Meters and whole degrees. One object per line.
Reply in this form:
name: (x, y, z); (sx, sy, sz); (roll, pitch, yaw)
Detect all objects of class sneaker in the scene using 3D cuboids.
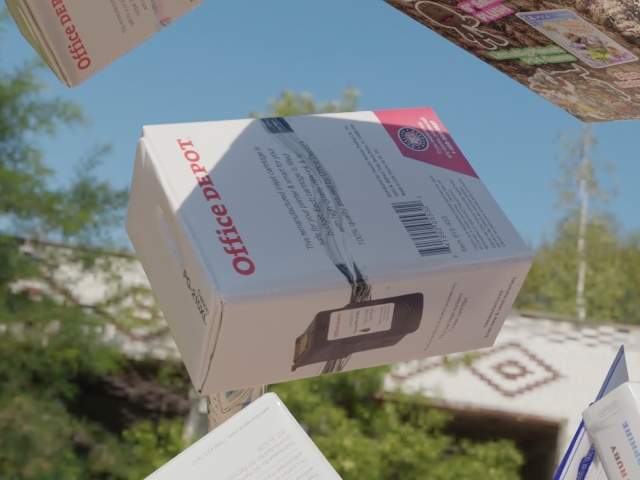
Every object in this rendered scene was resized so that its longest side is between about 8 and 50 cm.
sneaker: (-0.085, 0.124, 1.276); (0.086, 0.085, 0.237); (4, -39, -12)

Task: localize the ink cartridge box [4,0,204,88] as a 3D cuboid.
ink cartridge box: (-0.174, -0.254, 1.170); (0.093, 0.212, 0.154); (46, -13, 27)

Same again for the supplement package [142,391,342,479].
supplement package: (-0.010, 0.182, 0.649); (0.105, 0.179, 0.105); (-35, -17, -14)

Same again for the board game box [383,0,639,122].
board game box: (0.125, -0.232, 0.749); (0.291, 0.232, 0.141); (26, -9, -25)

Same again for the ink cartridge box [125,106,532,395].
ink cartridge box: (0.000, 0.000, 0.960); (0.237, 0.172, 0.100); (-7, -43, -26)

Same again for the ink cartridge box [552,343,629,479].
ink cartridge box: (0.176, 0.210, 0.909); (0.045, 0.206, 0.208); (1, -56, 31)

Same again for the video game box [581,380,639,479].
video game box: (0.261, 0.167, 0.752); (0.205, 0.187, 0.048); (2, -32, -34)
